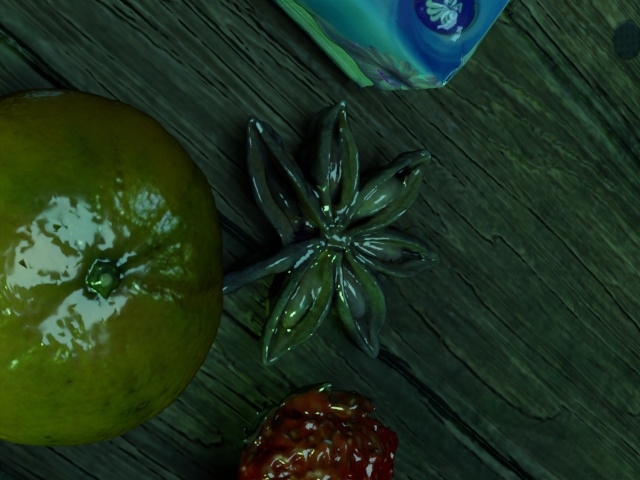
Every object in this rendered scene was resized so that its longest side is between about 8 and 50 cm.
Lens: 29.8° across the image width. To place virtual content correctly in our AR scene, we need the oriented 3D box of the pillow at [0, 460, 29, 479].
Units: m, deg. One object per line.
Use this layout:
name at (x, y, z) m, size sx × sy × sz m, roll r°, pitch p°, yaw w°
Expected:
pillow at (-0.249, 0.250, 0.815) m, size 0.326 × 0.101 × 0.228 m, roll 39°, pitch 77°, yaw -26°

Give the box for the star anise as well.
star anise at (0.015, -0.003, 0.952) m, size 0.196 × 0.073 × 0.212 m, roll 8°, pitch 95°, yaw -27°

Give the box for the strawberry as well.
strawberry at (-0.008, 0.222, 0.903) m, size 0.174 × 0.098 × 0.228 m, roll 33°, pitch 69°, yaw -67°

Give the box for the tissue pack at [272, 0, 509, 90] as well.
tissue pack at (0.028, -0.266, 0.885) m, size 0.263 × 0.146 × 0.198 m, roll 43°, pitch 75°, yaw -28°

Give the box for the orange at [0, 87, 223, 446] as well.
orange at (-0.167, 0.020, 0.790) m, size 0.240 × 0.171 × 0.240 m, roll -5°, pitch 100°, yaw -32°
